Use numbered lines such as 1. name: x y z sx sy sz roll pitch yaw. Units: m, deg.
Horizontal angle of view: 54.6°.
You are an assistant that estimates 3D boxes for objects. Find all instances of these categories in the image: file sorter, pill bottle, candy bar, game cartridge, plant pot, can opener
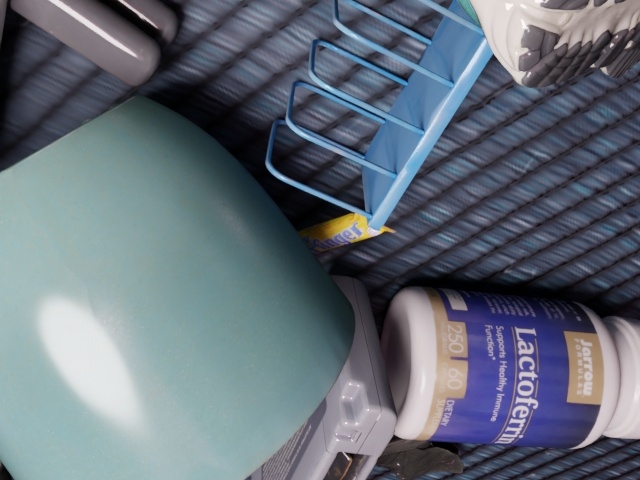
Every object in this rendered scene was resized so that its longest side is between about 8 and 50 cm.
1. file sorter: 0.038 -0.121 0.480 0.104 0.118 0.170 22 120 -13
2. pill bottle: 0.203 0.132 0.639 0.264 0.153 0.153 5 124 -7
3. candy bar: 0.000 0.000 0.576 0.040 0.018 0.161 26 151 -33
4. game cartridge: -0.010 0.192 0.639 0.062 0.198 0.297 15 123 -12
5. plant pot: -0.156 0.033 0.483 0.293 0.293 0.235 -25 110 14
6. can opener: -0.217 -0.221 0.408 0.283 0.076 0.095 33 143 -23

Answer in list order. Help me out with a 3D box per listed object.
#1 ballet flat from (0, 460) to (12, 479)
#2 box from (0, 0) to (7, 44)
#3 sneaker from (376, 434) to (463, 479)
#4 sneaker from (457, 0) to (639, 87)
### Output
1. ballet flat: -0.439 0.214 0.701 0.096 0.095 0.280 -36 119 6
2. box: -0.308 -0.066 0.485 0.063 0.067 0.324 23 133 -17
3. sneaker: 0.092 0.274 0.790 0.170 0.051 0.089 -14 119 3
4. sneaker: 0.177 -0.178 0.405 0.275 0.110 0.107 -17 149 -42
